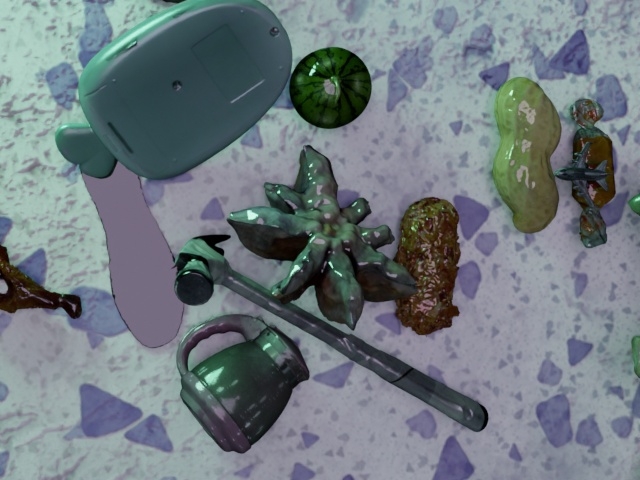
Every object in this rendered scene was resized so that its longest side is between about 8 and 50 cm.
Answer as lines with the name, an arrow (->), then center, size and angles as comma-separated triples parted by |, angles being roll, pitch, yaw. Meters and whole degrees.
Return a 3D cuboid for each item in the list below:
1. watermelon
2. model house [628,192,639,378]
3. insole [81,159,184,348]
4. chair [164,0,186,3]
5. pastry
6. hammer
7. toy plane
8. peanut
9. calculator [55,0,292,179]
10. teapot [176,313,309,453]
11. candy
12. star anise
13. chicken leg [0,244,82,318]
watermelon -> 0.012, -0.182, 1.822 | 0.109, 0.109, 0.109 | 0, 90, -4
model house -> 0.494, 0.070, 1.800 | 0.280, 0.245, 0.312 | -7, 90, 4
insole -> -0.223, 0.005, 1.858 | 0.086, 0.005, 0.253 | -17, 92, -5
chair -> -0.142, -0.388, 1.664 | 0.227, 0.401, 0.226 | 0, 91, -5
pastry -> 0.130, 0.032, 1.852 | 0.087, 0.063, 0.169 | 1, 89, -6
hammer -> 0.017, 0.120, 1.819 | 0.427, 0.152, 0.044 | 31, 110, -10
toy plane -> 0.307, -0.077, 1.828 | 0.083, 0.031, 0.078 | -1, 83, -28
peanut -> 0.247, -0.102, 1.854 | 0.082, 0.082, 0.187 | 0, 90, -4
calculator -> -0.170, -0.170, 1.802 | 0.299, 0.041, 0.185 | -32, 120, 4
teapot -> -0.091, 0.163, 1.830 | 0.146, 0.148, 0.116 | -39, 127, -11
candy -> 0.327, -0.080, 1.874 | 0.053, 0.046, 0.182 | -1, 86, -10
star anise -> 0.000, 0.000, 1.801 | 0.229, 0.093, 0.236 | 10, 57, -19
chicken leg -> -0.381, 0.033, 1.826 | 0.219, 0.048, 0.089 | 45, 91, -3
